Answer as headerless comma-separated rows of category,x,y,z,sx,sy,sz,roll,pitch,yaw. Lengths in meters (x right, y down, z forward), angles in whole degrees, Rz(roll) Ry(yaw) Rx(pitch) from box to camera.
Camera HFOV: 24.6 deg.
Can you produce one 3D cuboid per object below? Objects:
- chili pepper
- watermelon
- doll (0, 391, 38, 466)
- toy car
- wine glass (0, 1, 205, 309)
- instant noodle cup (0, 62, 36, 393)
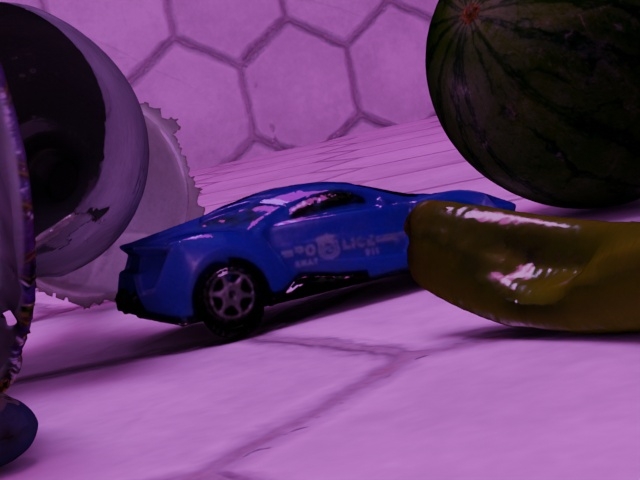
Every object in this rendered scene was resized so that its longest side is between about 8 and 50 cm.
chili pepper,0.105,0.008,0.530,0.050,0.052,0.201,20,-14,-32
watermelon,0.171,-0.109,0.909,0.214,0.188,0.188,14,-10,-33
doll,-0.160,0.077,0.509,0.125,0.027,0.037,-13,13,-10
toy car,0.000,0.000,0.753,0.216,0.063,0.103,-14,6,-19
wine glass,-0.147,-0.042,0.790,0.143,0.143,0.321,-12,-6,0
instant noodle cup,-0.306,-0.025,0.542,0.266,0.340,0.340,-30,16,-35
